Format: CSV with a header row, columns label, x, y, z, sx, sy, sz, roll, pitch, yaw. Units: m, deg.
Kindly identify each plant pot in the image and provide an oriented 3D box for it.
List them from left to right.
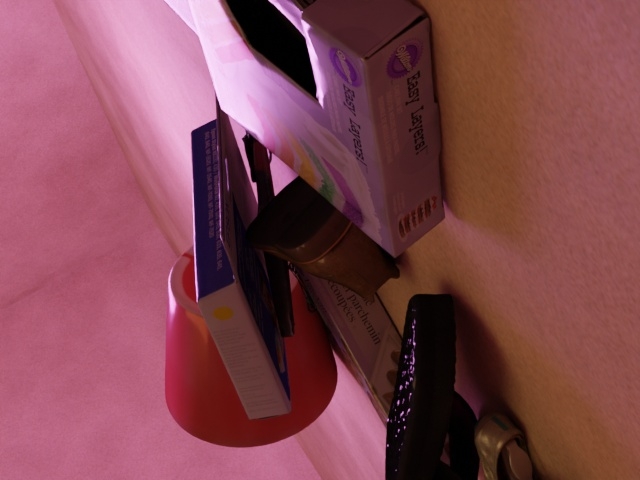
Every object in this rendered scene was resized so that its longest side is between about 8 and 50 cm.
label,x,y,z,sx,sy,sz,roll,pitch,yaw
plant pot,-0.117,0.137,1.952,0.275,0.275,0.243,51,156,43

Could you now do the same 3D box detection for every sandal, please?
label,x,y,z,sx,sy,sz,roll,pitch,yaw
sandal,0.125,0.224,1.331,0.445,0.107,0.167,93,179,-54

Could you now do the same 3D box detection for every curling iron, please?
label,x,y,z,sx,sy,sz,roll,pitch,yaw
curling iron,-0.057,-0.014,1.594,0.068,0.035,0.274,62,-164,-73

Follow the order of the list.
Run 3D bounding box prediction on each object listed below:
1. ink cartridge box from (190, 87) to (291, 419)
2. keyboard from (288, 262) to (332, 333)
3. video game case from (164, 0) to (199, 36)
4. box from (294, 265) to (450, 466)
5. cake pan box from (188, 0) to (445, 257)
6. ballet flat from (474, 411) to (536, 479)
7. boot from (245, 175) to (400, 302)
label,x,y,z,sx,sy,sz,roll,pitch,yaw
ink cartridge box,-0.109,0.007,1.546,0.303,0.072,0.307,-97,-9,-46
keyboard,-0.004,0.036,1.745,0.100,0.038,0.192,-12,108,55
video game case,-0.192,-0.367,1.169,0.300,0.036,0.329,47,163,28
box,0.067,0.136,1.547,0.324,0.063,0.067,61,169,-1
cake pan box,-0.009,-0.142,1.032,0.246,0.070,0.267,40,160,28
ballet flat,0.191,0.242,1.267,0.052,0.057,0.168,30,149,52
boot,0.000,0.000,1.417,0.115,0.112,0.305,42,180,-18
